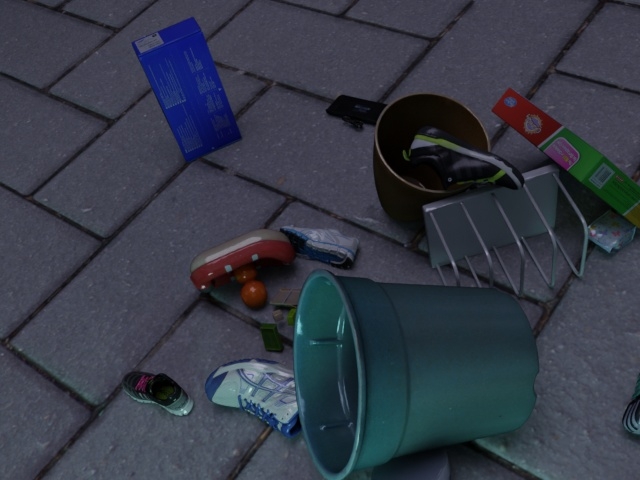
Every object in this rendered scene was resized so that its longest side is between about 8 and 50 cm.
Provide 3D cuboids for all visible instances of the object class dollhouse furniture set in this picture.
[{"bbox_3d":[-0.074,0.163,1.625,0.076,0.058,0.151,-1,31,23],"label":"dollhouse furniture set"}]

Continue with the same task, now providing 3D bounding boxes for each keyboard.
[{"bbox_3d":[0.102,-0.329,1.999,0.180,0.023,0.108,17,50,27],"label":"keyboard"}]

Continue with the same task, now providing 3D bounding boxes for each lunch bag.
[{"bbox_3d":[0.594,-0.013,1.583,0.083,0.053,0.071,-31,51,-26],"label":"lunch bag"}]

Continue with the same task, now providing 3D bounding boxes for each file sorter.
[{"bbox_3d":[0.370,0.009,1.531,0.278,0.192,0.173,-18,51,-1],"label":"file sorter"}]

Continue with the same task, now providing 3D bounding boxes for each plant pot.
[{"bbox_3d":[0.160,0.212,1.297,0.334,0.341,0.341,-1,46,-18],"label":"plant pot"},{"bbox_3d":[0.207,-0.148,1.644,0.237,0.254,0.237,4,65,-8],"label":"plant pot"}]

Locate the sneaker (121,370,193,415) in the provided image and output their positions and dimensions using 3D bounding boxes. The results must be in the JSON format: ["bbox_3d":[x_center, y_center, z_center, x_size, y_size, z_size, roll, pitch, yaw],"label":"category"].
[{"bbox_3d":[-0.335,0.295,1.545,0.171,0.074,0.063,17,57,27],"label":"sneaker"}]

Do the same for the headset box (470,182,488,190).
[{"bbox_3d":[0.378,-0.126,1.746,0.062,0.032,0.083,-26,50,-7],"label":"headset box"}]

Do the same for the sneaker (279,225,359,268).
[{"bbox_3d":[0.000,0.000,1.722,0.191,0.071,0.083,20,51,18],"label":"sneaker"}]

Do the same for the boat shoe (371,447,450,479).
[{"bbox_3d":[0.159,0.474,1.233,0.136,0.156,0.367,-11,20,12],"label":"boat shoe"}]

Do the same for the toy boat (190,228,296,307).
[{"bbox_3d":[-0.159,0.074,1.667,0.231,0.151,0.151,-24,79,-5],"label":"toy boat"}]

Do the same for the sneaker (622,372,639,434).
[{"bbox_3d":[0.612,0.261,1.345,0.098,0.083,0.223,32,65,8],"label":"sneaker"}]

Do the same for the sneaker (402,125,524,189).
[{"bbox_3d":[0.271,-0.134,1.478,0.235,0.084,0.097,25,88,5],"label":"sneaker"}]

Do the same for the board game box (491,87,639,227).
[{"bbox_3d":[0.523,-0.174,1.589,0.064,0.242,0.316,-51,38,15],"label":"board game box"}]

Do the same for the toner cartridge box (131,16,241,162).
[{"bbox_3d":[-0.328,-0.369,1.925,0.165,0.347,0.075,-24,48,-6],"label":"toner cartridge box"}]

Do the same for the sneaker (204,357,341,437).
[{"bbox_3d":[-0.084,0.303,1.450,0.297,0.111,0.131,-3,50,13],"label":"sneaker"}]
